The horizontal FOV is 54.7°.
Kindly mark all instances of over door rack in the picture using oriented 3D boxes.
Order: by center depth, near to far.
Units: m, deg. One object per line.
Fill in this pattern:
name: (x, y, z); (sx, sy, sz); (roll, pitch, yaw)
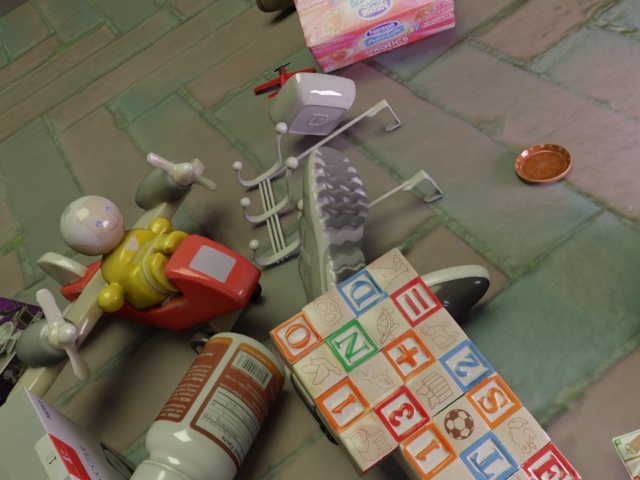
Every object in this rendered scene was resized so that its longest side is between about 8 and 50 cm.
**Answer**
over door rack: (0.007, -0.119, 1.057); (0.324, 0.108, 0.240); (-23, 45, 6)

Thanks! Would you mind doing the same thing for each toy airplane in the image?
toy airplane: (-0.311, 0.038, 0.951); (0.384, 0.272, 0.386); (-29, 41, -3)
toy airplane: (-0.084, -0.347, 1.363); (0.151, 0.028, 0.151); (-13, 46, 14)

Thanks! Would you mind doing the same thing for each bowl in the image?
bowl: (-0.011, -0.243, 1.146); (0.142, 0.142, 0.053); (-1, 64, -30)

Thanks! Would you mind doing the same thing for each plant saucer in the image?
plant saucer: (0.343, -0.117, 0.956); (0.083, 0.013, 0.083); (-14, 45, 14)

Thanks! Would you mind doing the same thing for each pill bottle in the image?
pill bottle: (-0.141, 0.232, 0.780); (0.121, 0.121, 0.216); (4, 43, 29)

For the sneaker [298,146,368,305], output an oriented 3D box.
sneaker: (0.000, 0.000, 0.894); (0.115, 0.105, 0.281); (-22, 65, 47)

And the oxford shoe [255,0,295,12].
oxford shoe: (-0.008, -0.683, 1.564); (0.348, 0.123, 0.130); (-38, 47, -10)

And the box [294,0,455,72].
box: (0.111, -0.478, 1.264); (0.299, 0.154, 0.142); (-17, 80, 11)

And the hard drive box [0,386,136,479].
hard drive box: (-0.280, 0.305, 0.725); (0.089, 0.232, 0.181); (-43, 47, -14)

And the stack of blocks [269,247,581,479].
stack of blocks: (0.099, 0.179, 0.659); (0.171, 0.087, 0.297); (-33, 71, -13)

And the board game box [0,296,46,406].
board game box: (-0.629, 0.256, 1.078); (0.208, 0.056, 0.347); (3, 53, 34)

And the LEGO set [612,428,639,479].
LEGO set: (0.437, 0.235, 0.586); (0.244, 0.060, 0.182); (-24, 57, 7)

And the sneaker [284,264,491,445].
sneaker: (0.107, 0.152, 0.774); (0.295, 0.104, 0.147); (-31, 48, 3)
